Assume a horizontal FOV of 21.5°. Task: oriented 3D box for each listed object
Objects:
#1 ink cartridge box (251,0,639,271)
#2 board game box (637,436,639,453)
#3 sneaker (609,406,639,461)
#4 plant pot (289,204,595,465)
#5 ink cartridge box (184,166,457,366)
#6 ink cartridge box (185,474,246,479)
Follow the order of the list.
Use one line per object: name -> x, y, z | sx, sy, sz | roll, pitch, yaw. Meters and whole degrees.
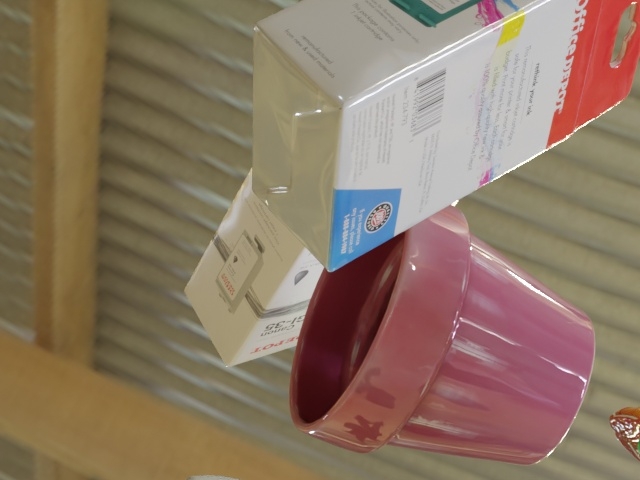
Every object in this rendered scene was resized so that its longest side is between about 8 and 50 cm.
ink cartridge box -> 0.076, -0.097, 0.929 | 0.078, 0.231, 0.134 | 46, -29, 29
board game box -> 0.438, 0.378, 1.683 | 0.050, 0.389, 0.390 | -10, -12, 38
sneaker -> 0.350, 0.194, 1.801 | 0.064, 0.067, 0.175 | 44, -1, 11
plant pot -> 0.097, 0.081, 1.268 | 0.180, 0.201, 0.201 | 23, -37, -15
ink cartridge box -> 0.000, 0.000, 1.830 | 0.117, 0.207, 0.283 | 59, -36, 21
ink cartridge box -> -0.065, 0.319, 0.653 | 0.091, 0.385, 0.308 | 19, 7, -12
